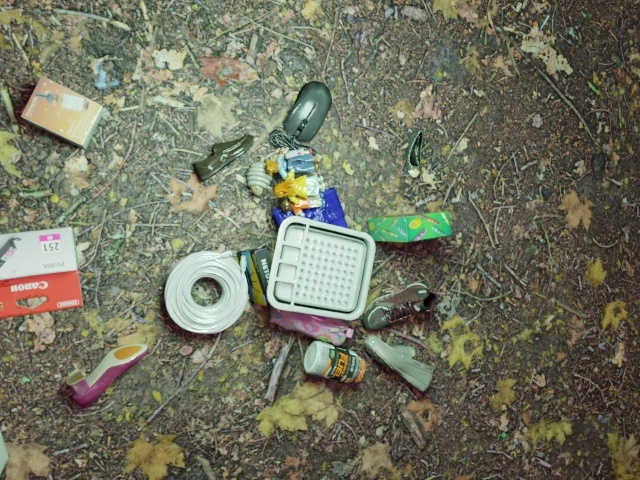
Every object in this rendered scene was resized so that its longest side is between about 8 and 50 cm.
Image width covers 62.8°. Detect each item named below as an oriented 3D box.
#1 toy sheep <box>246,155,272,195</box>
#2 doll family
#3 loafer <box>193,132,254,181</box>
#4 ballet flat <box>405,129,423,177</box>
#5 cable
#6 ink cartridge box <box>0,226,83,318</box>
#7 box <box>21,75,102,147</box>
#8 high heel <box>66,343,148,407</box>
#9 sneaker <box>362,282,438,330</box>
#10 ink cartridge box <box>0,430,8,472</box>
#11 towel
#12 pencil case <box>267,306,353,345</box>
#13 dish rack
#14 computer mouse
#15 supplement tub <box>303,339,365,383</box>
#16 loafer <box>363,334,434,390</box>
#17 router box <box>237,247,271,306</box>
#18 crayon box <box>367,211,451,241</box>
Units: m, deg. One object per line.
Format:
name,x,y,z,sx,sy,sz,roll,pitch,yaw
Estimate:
toy sheep,-0.195,-0.207,1.688,0.091,0.091,0.132,11,74,-20
doll family,-0.085,-0.207,1.631,0.163,0.118,0.263,-9,67,-12
loafer,-0.305,-0.276,1.645,0.220,0.080,0.078,-40,105,-14
ballet flat,0.341,-0.314,1.891,0.057,0.049,0.173,1,92,-19
cable,-0.356,0.161,1.642,0.257,0.089,0.257,-4,94,-19
ink cartridge box,-0.835,0.095,1.484,0.275,0.060,0.239,-7,93,-19
box,-0.727,-0.359,1.487,0.170,0.091,0.130,25,84,-19
high heel,-0.624,0.406,1.575,0.244,0.082,0.117,-30,131,-29
sneaker,0.289,0.234,1.833,0.281,0.162,0.106,-29,101,-17
ink cartridge box,-0.941,0.603,1.308,0.207,0.353,0.119,-13,96,-18
towel,0.000,0.000,1.715,0.227,0.076,0.308,-23,98,-13
pencil case,-0.033,0.259,1.743,0.284,0.124,0.124,24,84,-18
dish rack,-0.002,0.090,1.642,0.332,0.072,0.286,13,85,-22
computer mouse,-0.037,-0.408,1.741,0.188,0.072,0.272,25,84,-18
supplement tub,0.049,0.418,1.780,0.190,0.117,0.117,20,85,-19
loafer,0.283,0.419,1.873,0.319,0.112,0.111,39,74,-25
router box,-0.197,0.115,1.669,0.046,0.133,0.179,-20,98,-32
crayon box,0.291,-0.046,1.762,0.165,0.278,0.081,-8,94,-19
